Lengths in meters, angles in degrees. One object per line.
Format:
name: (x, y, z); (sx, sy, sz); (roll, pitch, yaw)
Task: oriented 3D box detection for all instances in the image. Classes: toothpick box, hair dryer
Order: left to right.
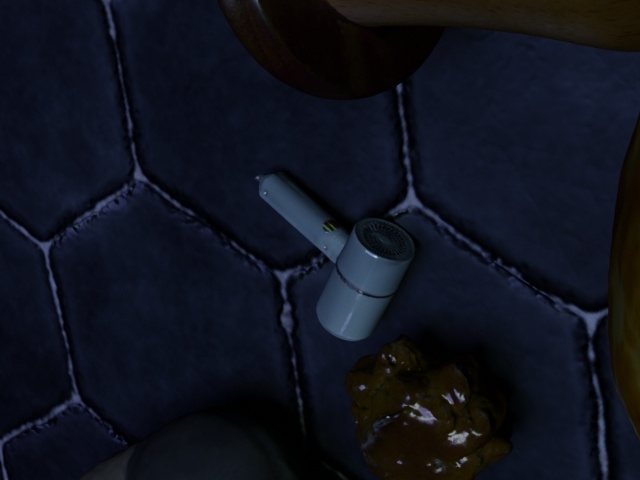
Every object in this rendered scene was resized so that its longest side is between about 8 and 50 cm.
hair dryer: (0.000, 0.000, 0.961); (0.137, 0.047, 0.082); (43, 130, 21)
toothpick box: (0.074, -0.173, 0.718); (0.294, 0.192, 0.192); (4, 111, 42)

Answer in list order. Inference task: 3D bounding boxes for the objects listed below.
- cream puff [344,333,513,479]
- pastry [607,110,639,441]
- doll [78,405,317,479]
cream puff: (0.074, 0.121, 0.929); (0.122, 0.094, 0.116); (10, 121, 8)
pastry: (0.278, -0.003, 0.533); (0.313, 0.388, 0.388); (2, 113, 7)
doll: (-0.108, 0.341, 1.115); (0.382, 0.252, 0.378); (-10, 71, 36)
